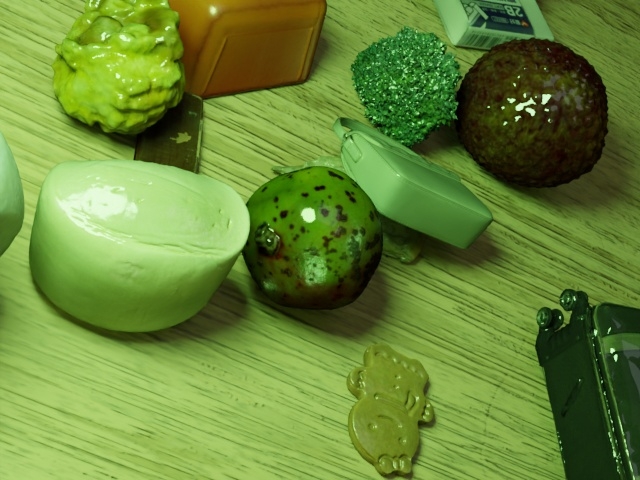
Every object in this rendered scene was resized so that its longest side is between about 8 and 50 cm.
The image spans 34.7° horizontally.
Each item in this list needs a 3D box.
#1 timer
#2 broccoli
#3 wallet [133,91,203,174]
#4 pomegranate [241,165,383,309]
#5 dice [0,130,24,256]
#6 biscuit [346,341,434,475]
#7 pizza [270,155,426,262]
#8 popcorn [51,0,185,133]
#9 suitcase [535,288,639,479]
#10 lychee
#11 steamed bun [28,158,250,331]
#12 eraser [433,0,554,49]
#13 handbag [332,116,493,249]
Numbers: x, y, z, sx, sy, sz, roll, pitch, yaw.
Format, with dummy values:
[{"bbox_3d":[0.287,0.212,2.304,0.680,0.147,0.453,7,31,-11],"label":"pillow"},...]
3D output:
[{"bbox_3d":[-0.153,-0.368,1.584,0.257,0.161,0.250,-16,54,-37],"label":"timer"},{"bbox_3d":[0.154,-0.248,1.683,0.219,0.194,0.194,34,44,24],"label":"broccoli"},{"bbox_3d":[-0.215,-0.144,1.444,0.095,0.026,0.176,12,52,-17],"label":"wallet"},{"bbox_3d":[-0.009,0.005,1.387,0.198,0.246,0.198,-1,77,5],"label":"pomegranate"},{"bbox_3d":[-0.482,-0.036,1.054,0.243,0.259,0.251,50,48,5],"label":"dice"},{"bbox_3d":[0.091,0.222,1.382,0.133,0.027,0.184,38,48,-6],"label":"biscuit"},{"bbox_3d":[0.047,-0.069,1.546,0.262,0.034,0.181,15,54,-22],"label":"pizza"},{"bbox_3d":[-0.269,-0.238,1.381,0.197,0.156,0.198,3,62,-5],"label":"popcorn"},{"bbox_3d":[0.485,0.282,1.472,0.283,0.194,0.434,11,56,-25],"label":"suitcase"},{"bbox_3d":[0.354,-0.214,1.697,0.260,0.260,0.261,16,53,-22],"label":"lychee"},{"bbox_3d":[-0.217,0.010,1.221,0.250,0.200,0.155,6,58,-25],"label":"steamed bun"},{"bbox_3d":[0.328,-0.419,1.932,0.210,0.068,0.125,0,56,-31],"label":"eraser"},{"bbox_3d":[0.125,-0.096,1.531,0.256,0.079,0.219,21,26,-42],"label":"handbag"}]
